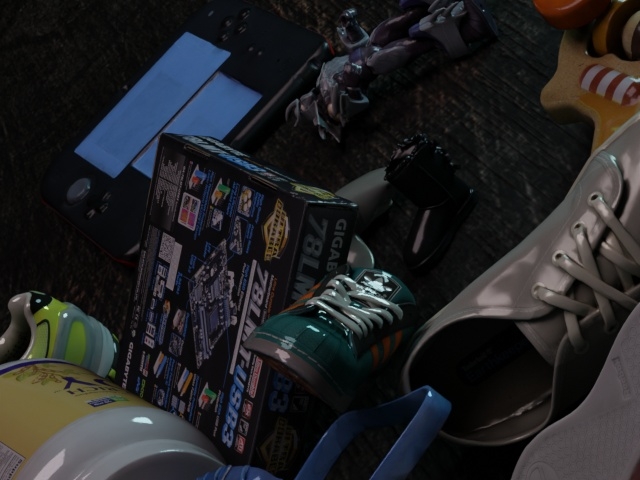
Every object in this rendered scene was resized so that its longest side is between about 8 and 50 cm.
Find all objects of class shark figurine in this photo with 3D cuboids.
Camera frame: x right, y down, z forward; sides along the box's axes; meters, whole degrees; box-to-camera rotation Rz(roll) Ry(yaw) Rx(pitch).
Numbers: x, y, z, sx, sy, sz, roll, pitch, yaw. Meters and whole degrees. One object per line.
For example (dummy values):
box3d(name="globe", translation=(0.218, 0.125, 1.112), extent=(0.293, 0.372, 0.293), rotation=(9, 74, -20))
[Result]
box3d(name="shark figurine", translation=(-0.019, 0.022, 2.025), extent=(0.166, 0.116, 0.278), rotation=(-21, 34, 36))

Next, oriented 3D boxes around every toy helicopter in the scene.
box3d(name="toy helicopter", translation=(0.313, -0.126, 1.829), extent=(0.235, 0.140, 0.355), rotation=(-6, 56, 35))

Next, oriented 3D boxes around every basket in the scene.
box3d(name="basket", translation=(-0.015, 0.252, 1.597), extent=(0.289, 0.201, 0.255), rotation=(-58, 7, -19))

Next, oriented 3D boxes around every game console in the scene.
box3d(name="game console", translation=(-0.185, -0.153, 2.511), extent=(0.386, 0.060, 0.342), rotation=(-48, 29, -6))

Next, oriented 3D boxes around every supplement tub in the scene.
box3d(name="supplement tub", translation=(-0.225, 0.258, 1.837), extent=(0.241, 0.241, 0.331), rotation=(-51, 30, -14))

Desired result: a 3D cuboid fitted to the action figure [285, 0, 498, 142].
box3d(name="action figure", translation=(0.068, -0.221, 2.250), extent=(0.285, 0.099, 0.185), rotation=(-35, 35, 22))

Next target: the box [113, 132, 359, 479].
box3d(name="box", translation=(-0.094, 0.065, 1.921), extent=(0.293, 0.073, 0.296), rotation=(25, 107, 53))

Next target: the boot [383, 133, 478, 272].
box3d(name="boot", translation=(0.101, -0.041, 1.966), extent=(0.121, 0.099, 0.045), rotation=(-53, 29, -17))

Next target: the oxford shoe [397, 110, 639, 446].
box3d(name="oxford shoe", translation=(0.239, 0.030, 1.620), extent=(0.449, 0.169, 0.130), rotation=(-41, 0, 17))

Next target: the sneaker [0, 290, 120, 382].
box3d(name="sneaker", translation=(-0.402, 0.221, 2.200), extent=(0.385, 0.147, 0.145), rotation=(-53, 32, -14))

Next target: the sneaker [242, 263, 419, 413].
box3d(name="sneaker", translation=(0.017, 0.073, 1.666), extent=(0.121, 0.108, 0.302), rotation=(-57, -8, 2))

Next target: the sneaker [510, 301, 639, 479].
box3d(name="sneaker", translation=(0.263, 0.159, 1.524), extent=(0.104, 0.147, 0.296), rotation=(54, 129, 35))
